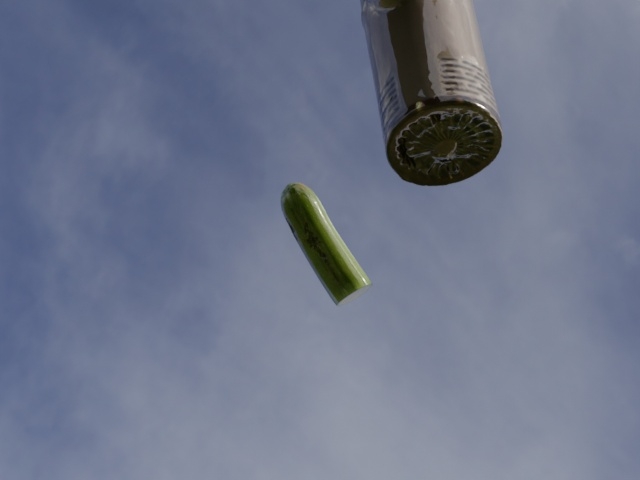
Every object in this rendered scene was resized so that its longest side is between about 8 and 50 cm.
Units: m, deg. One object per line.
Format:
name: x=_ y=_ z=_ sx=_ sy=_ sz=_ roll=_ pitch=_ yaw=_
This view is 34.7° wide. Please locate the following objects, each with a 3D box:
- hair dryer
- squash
hair dryer: x=0.004 y=-0.158 z=0.429 sx=0.053 sy=0.195 sz=0.220 roll=-22 pitch=-42 yaw=20
squash: x=0.000 y=0.000 z=0.645 sx=0.027 sy=0.027 sz=0.083 roll=-38 pitch=-105 yaw=23
